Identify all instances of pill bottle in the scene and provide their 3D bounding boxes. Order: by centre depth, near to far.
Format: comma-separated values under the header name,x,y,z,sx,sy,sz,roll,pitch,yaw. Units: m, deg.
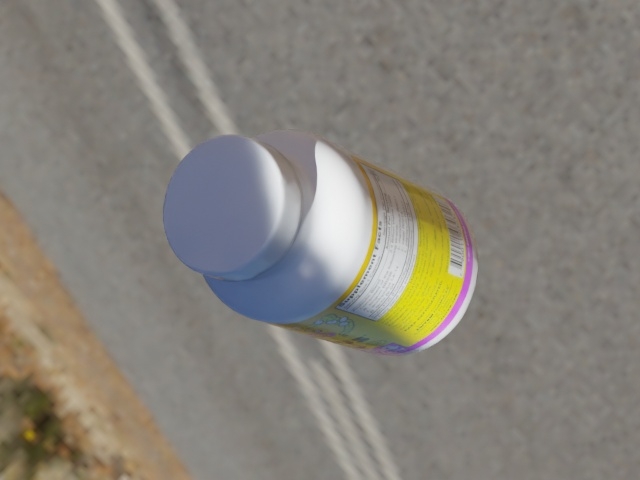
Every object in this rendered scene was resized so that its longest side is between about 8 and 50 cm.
name,x,y,z,sx,sy,sz,roll,pitch,yaw
pill bottle,0.000,0.000,0.450,0.043,0.043,0.083,34,-173,32
